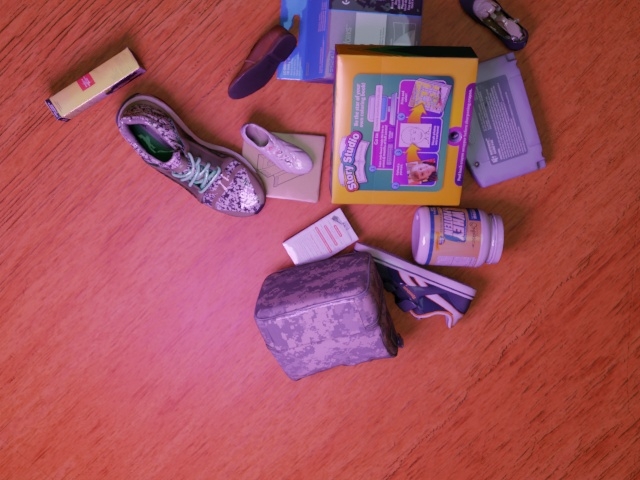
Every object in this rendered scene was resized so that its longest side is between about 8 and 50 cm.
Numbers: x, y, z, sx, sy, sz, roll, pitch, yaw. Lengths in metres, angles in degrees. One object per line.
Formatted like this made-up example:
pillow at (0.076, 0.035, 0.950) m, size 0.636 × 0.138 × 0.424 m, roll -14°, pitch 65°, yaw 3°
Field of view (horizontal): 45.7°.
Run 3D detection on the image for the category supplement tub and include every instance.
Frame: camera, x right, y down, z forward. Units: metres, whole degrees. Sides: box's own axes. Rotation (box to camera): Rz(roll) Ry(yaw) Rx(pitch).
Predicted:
supplement tub at (0.328, -0.009, 1.835) m, size 0.199 × 0.144 × 0.145 m, roll 2°, pitch 96°, yaw -2°

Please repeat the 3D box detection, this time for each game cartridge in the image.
game cartridge at (0.418, -0.289, 1.856) m, size 0.195 × 0.060 × 0.295 m, roll -18°, pitch 96°, yaw -4°

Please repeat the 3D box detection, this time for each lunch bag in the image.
lunch bag at (0.019, 0.197, 1.794) m, size 0.304 × 0.213 × 0.256 m, roll -15°, pitch 117°, yaw 15°

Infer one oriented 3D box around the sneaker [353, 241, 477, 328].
sneaker at (0.215, 0.113, 1.855) m, size 0.320 × 0.126 × 0.128 m, roll 24°, pitch 96°, yaw -2°

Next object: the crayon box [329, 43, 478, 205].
crayon box at (0.182, -0.263, 1.762) m, size 0.312 × 0.106 × 0.363 m, roll 1°, pitch 119°, yaw -1°

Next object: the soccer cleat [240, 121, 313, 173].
soccer cleat at (-0.106, -0.217, 1.811) m, size 0.196 × 0.076 × 0.068 m, roll 31°, pitch 93°, yaw -5°

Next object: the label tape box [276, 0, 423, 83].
label tape box at (0.068, -0.492, 1.795) m, size 0.333 × 0.106 × 0.241 m, roll 3°, pitch 96°, yaw -3°

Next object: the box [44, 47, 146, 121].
box at (-0.530, -0.366, 1.797) m, size 0.232 × 0.087 × 0.058 m, roll -31°, pitch 96°, yaw 2°

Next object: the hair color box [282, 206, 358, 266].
hair color box at (0.000, 0.000, 1.871) m, size 0.167 × 0.053 × 0.093 m, roll -31°, pitch 95°, yaw 3°

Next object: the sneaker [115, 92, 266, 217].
sneaker at (-0.313, -0.172, 1.761) m, size 0.410 × 0.182 × 0.158 m, roll 34°, pitch 107°, yaw -9°

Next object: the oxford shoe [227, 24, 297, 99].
oxford shoe at (-0.150, -0.427, 1.822) m, size 0.212 × 0.076 × 0.076 m, roll -44°, pitch 60°, yaw 10°

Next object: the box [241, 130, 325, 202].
box at (-0.097, -0.185, 1.864) m, size 0.201 × 0.021 × 0.165 m, roll 7°, pitch 96°, yaw -2°

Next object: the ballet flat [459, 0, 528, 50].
ballet flat at (0.421, -0.536, 1.821) m, size 0.203 × 0.074 × 0.074 m, roll 41°, pitch 93°, yaw -5°
